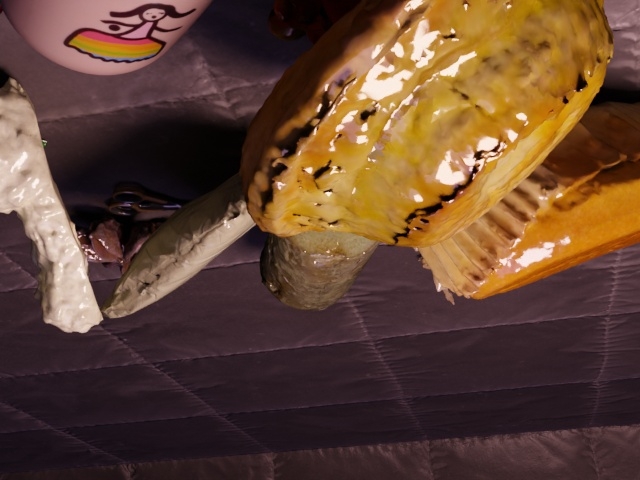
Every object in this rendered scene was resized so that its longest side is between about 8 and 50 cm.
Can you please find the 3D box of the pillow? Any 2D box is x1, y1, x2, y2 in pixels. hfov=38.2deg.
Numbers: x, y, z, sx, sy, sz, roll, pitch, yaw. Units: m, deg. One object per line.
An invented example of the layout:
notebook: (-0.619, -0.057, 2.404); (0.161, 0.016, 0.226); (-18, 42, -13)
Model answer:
pillow: (-0.139, -0.030, 1.204); (0.280, 0.274, 0.076); (-33, 100, 37)

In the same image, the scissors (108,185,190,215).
scissors: (-0.207, -0.050, 1.403); (0.220, 0.017, 0.088); (6, 155, -17)

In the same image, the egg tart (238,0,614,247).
egg tart: (0.128, -0.130, 0.842); (0.443, 0.178, 0.443); (-39, 170, -8)

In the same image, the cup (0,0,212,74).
cup: (-0.143, -0.256, 0.788); (0.252, 0.192, 0.200); (-5, 163, -32)

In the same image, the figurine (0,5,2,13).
figurine: (-0.326, -0.256, 0.899); (0.098, 0.082, 0.154); (-1, 158, -35)

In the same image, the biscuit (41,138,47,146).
biscuit: (-0.408, -0.117, 1.250); (0.046, 0.016, 0.089); (15, 150, -32)

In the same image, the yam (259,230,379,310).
yam: (0.000, 0.000, 1.368); (0.161, 0.161, 0.268); (4, 157, -11)

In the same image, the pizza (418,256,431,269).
pizza: (0.292, 0.035, 1.558); (0.226, 0.069, 0.147); (3, 157, -11)

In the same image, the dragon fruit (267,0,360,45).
dragon fruit: (0.020, -0.245, 0.883); (0.133, 0.150, 0.207); (45, 142, -19)

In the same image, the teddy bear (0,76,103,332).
teddy bear: (-0.491, -0.040, 1.092); (0.362, 0.327, 0.375); (-17, 120, -13)

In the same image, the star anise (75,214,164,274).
star anise: (-0.286, 0.008, 1.447); (0.196, 0.073, 0.212); (-5, 163, 15)

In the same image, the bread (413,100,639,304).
bread: (0.299, -0.045, 1.119); (0.388, 0.183, 0.236); (-24, 156, -19)
